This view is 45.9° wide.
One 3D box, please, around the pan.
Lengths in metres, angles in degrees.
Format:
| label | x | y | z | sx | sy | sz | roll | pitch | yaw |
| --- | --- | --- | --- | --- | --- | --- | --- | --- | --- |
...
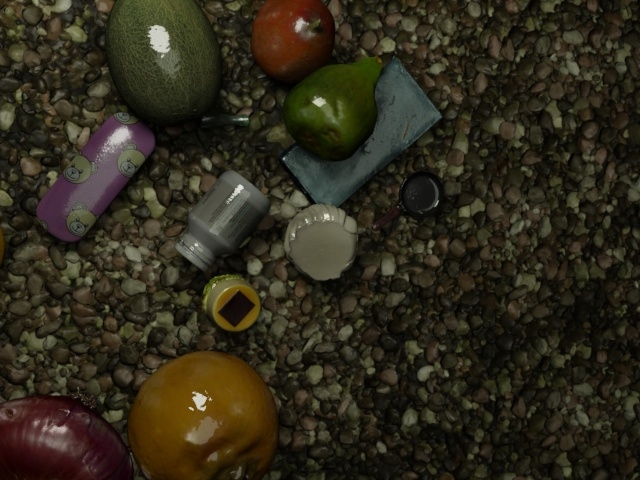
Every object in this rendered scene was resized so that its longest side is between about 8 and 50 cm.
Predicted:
| label | x | y | z | sx | sy | sz | roll | pitch | yaw |
| --- | --- | --- | --- | --- | --- | --- | --- | --- | --- |
| pan | 0.203 | -0.083 | 1.807 | 0.212 | 0.040 | 0.114 | -35 | 99 | -14 |

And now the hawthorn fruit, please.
| label | x | y | z | sx | sy | sz | roll | pitch | yaw |
| --- | --- | --- | --- | --- | --- | --- | --- | --- | --- |
| hawthorn fruit | -0.045 | -0.450 | 1.644 | 0.200 | 0.251 | 0.199 | -1 | 92 | -25 |

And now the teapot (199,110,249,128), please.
| label | x | y | z | sx | sy | sz | roll | pitch | yaw |
| --- | --- | --- | --- | --- | --- | --- | --- | --- | --- |
| teapot | -0.220 | -0.274 | 1.725 | 0.111 | 0.043 | 0.042 | 1 | 92 | -14 |

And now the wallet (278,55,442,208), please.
| label | x | y | z | sx | sy | sz | roll | pitch | yaw |
| --- | --- | --- | --- | --- | --- | --- | --- | --- | --- |
| wallet | 0.093 | -0.241 | 1.779 | 0.379 | 0.046 | 0.190 | -41 | 99 | -6 |

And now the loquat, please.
| label | x | y | z | sx | sy | sz | roll | pitch | yaw |
| --- | --- | --- | --- | --- | --- | --- | --- | --- | --- |
| loquat | -0.246 | 0.396 | 1.612 | 0.329 | 0.328 | 0.328 | 0 | 92 | -10 |

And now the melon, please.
| label | x | y | z | sx | sy | sz | roll | pitch | yaw |
| --- | --- | --- | --- | --- | --- | --- | --- | --- | --- |
| melon | -0.333 | -0.395 | 1.601 | 0.238 | 0.237 | 0.301 | -17 | 95 | -9 |

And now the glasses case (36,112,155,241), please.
| label | x | y | z | sx | sy | sz | roll | pitch | yaw |
| --- | --- | --- | --- | --- | --- | --- | --- | --- | --- |
| glasses case | -0.492 | -0.140 | 1.661 | 0.123 | 0.076 | 0.316 | 38 | 86 | -9 |

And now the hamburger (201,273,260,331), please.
| label | x | y | z | sx | sy | sz | roll | pitch | yaw |
| --- | --- | --- | --- | --- | --- | --- | --- | --- | --- |
| hamburger | -0.204 | 0.142 | 1.725 | 0.141 | 0.081 | 0.126 | 28 | 89 | -22 |

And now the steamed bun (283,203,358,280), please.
| label | x | y | z | sx | sy | sz | roll | pitch | yaw |
| --- | --- | --- | --- | --- | --- | --- | --- | --- | --- |
| steamed bun | 0.000 | 0.000 | 1.736 | 0.183 | 0.106 | 0.182 | -1 | 110 | -4 |

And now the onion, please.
| label | x | y | z | sx | sy | sz | roll | pitch | yaw |
| --- | --- | --- | --- | --- | --- | --- | --- | --- | --- |
| onion | -0.553 | 0.444 | 1.602 | 0.348 | 0.285 | 0.347 | 6 | 129 | 8 |

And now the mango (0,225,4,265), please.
| label | x | y | z | sx | sy | sz | roll | pitch | yaw |
| --- | --- | --- | --- | --- | --- | --- | --- | --- | --- |
| mango | -0.778 | -0.031 | 1.601 | 0.262 | 0.109 | 0.157 | 46 | 75 | -14 |

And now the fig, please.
| label | x | y | z | sx | sy | sz | roll | pitch | yaw |
| --- | --- | --- | --- | --- | --- | --- | --- | --- | --- |
| fig | 0.047 | -0.315 | 1.669 | 0.206 | 0.206 | 0.275 | 37 | 66 | -10 |

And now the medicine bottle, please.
| label | x | y | z | sx | sy | sz | roll | pitch | yaw |
| --- | --- | --- | --- | --- | --- | --- | --- | --- | --- |
| medicine bottle | -0.223 | -0.040 | 1.685 | 0.135 | 0.135 | 0.215 | 40 | 86 | -9 |
